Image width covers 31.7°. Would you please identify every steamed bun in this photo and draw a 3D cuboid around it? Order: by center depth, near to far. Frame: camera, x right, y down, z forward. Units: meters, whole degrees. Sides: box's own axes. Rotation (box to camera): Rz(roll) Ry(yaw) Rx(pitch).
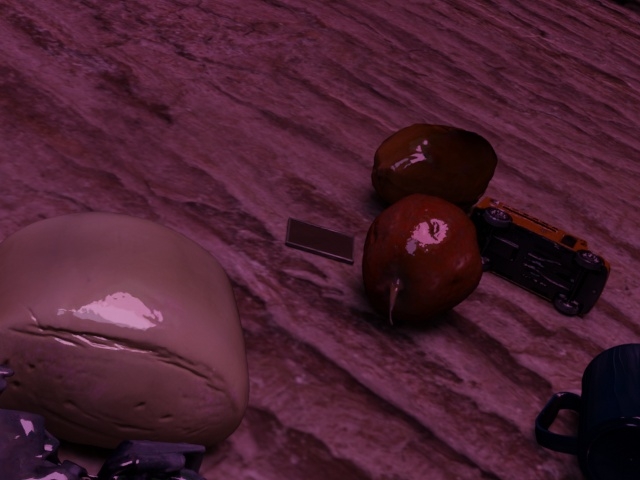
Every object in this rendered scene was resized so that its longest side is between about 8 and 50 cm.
[{"bbox_3d":[-0.184,0.078,1.011,0.250,0.154,0.200,9,30,-14],"label":"steamed bun"}]

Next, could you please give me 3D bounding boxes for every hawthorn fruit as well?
[{"bbox_3d":[0.100,0.021,1.299,0.189,0.149,0.149,-9,40,-45],"label":"hawthorn fruit"}]

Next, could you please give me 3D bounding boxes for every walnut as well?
[{"bbox_3d":[0.159,-0.101,1.564,0.137,0.137,0.245,39,33,29],"label":"walnut"}]

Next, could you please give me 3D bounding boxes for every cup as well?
[{"bbox_3d":[0.316,0.200,1.197,0.113,0.150,0.138,53,29,-12],"label":"cup"}]

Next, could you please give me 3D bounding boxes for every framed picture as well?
[{"bbox_3d":[0.000,0.000,1.413,0.089,0.006,0.066,16,30,-8],"label":"framed picture"}]

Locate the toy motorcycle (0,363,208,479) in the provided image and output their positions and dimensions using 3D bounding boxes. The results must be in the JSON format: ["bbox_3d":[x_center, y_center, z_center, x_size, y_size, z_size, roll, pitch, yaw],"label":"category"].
[{"bbox_3d":[-0.215,0.180,0.875,0.271,0.106,0.159,5,38,-19],"label":"toy motorcycle"}]

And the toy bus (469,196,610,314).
[{"bbox_3d":[0.285,0.017,1.486,0.195,0.083,0.088,27,29,12],"label":"toy bus"}]
